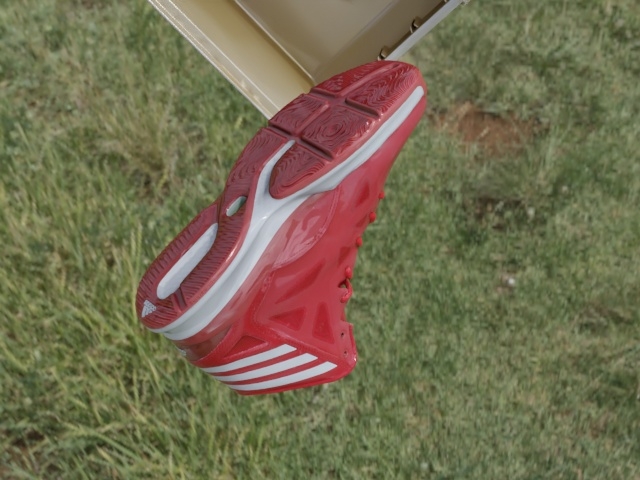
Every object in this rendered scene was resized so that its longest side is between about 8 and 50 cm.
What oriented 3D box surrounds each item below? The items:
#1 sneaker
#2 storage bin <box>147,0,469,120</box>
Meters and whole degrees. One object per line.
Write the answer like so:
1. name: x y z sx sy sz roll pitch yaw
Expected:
1. sneaker: 0.000 0.000 0.606 0.221 0.128 0.087 -44 37 -7
2. storage bin: -0.002 -0.259 0.824 0.262 0.260 0.123 -40 13 26
